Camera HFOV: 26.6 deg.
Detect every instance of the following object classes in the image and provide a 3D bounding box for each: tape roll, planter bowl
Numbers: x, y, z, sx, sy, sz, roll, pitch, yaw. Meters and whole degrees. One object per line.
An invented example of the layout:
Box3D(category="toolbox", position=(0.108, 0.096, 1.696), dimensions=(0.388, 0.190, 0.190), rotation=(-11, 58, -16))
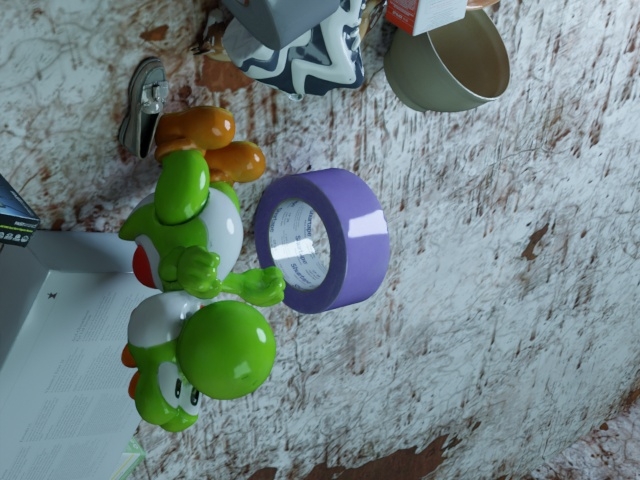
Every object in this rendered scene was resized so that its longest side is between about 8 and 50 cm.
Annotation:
Box3D(category="tape roll", position=(-0.074, -0.292, 1.300), dimensions=(0.072, 0.219, 0.219), rotation=(-35, 150, -7))
Box3D(category="planter bowl", position=(0.150, -0.229, 1.734), dimensions=(0.162, 0.162, 0.109), rotation=(-4, 160, -47))
Box3D(category="tape roll", position=(0.000, 0.000, 1.812), dimensions=(0.080, 0.189, 0.189), rotation=(-13, 140, -41))

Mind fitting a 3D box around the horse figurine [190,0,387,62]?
Box3D(category="horse figurine", position=(-0.006, -0.272, 1.565), dimensions=(0.263, 0.066, 0.174), rotation=(-3, 126, -43))

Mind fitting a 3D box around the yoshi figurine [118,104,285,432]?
Box3D(category="yoshi figurine", position=(-0.116, 0.037, 1.544), dimensions=(0.204, 0.362, 0.203), rotation=(12, 159, -20))

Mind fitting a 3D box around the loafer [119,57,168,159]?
Box3D(category="loafer", position=(-0.194, -0.147, 1.537), dimensions=(0.045, 0.039, 0.125), rotation=(-14, 141, -38))

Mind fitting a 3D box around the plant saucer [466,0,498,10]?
Box3D(category="plant saucer", position=(0.206, -0.380, 1.671), dimensions=(0.200, 0.037, 0.200), rotation=(-25, 138, -25))

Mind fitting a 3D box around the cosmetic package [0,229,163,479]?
Box3D(category="cosmetic package", position=(-0.329, 0.164, 1.718), dimensions=(0.284, 0.097, 0.377), rotation=(1, 125, -53))

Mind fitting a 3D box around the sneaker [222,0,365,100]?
Box3D(category="sneaker", position=(0.021, -0.245, 1.489), dimensions=(0.235, 0.094, 0.153), rotation=(-47, 139, 2))

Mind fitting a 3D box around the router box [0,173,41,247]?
Box3D(category="router box", position=(-0.359, -0.047, 1.398), dimensions=(0.038, 0.122, 0.092), rotation=(-55, 148, 15))

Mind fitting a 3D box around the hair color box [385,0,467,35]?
Box3D(category="hair color box", position=(0.135, -0.330, 1.568), dimensions=(0.093, 0.053, 0.167), rotation=(-25, 140, -37))

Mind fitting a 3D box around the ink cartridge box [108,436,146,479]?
Box3D(category="ink cartridge box", position=(-0.386, 0.345, 1.970), dimensions=(0.171, 0.056, 0.235), rotation=(-48, 151, 13))
